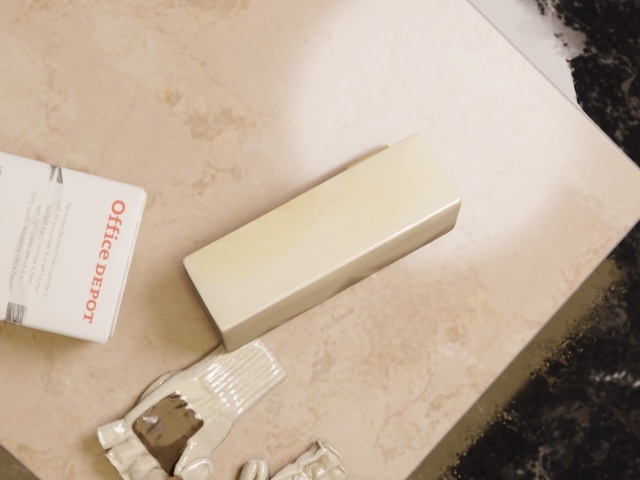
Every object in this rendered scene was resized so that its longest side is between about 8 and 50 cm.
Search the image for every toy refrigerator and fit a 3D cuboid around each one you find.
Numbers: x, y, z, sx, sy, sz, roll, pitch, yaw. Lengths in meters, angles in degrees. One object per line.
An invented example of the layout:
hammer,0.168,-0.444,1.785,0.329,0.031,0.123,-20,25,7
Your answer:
toy refrigerator,0.000,0.000,1.463,0.269,0.102,0.094,-28,75,-7

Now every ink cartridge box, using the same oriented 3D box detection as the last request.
ink cartridge box,-0.294,-0.001,1.429,0.219,0.092,0.160,15,88,-9

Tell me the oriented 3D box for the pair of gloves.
pair of gloves,-0.089,0.235,1.489,0.204,0.042,0.240,-33,96,-8
